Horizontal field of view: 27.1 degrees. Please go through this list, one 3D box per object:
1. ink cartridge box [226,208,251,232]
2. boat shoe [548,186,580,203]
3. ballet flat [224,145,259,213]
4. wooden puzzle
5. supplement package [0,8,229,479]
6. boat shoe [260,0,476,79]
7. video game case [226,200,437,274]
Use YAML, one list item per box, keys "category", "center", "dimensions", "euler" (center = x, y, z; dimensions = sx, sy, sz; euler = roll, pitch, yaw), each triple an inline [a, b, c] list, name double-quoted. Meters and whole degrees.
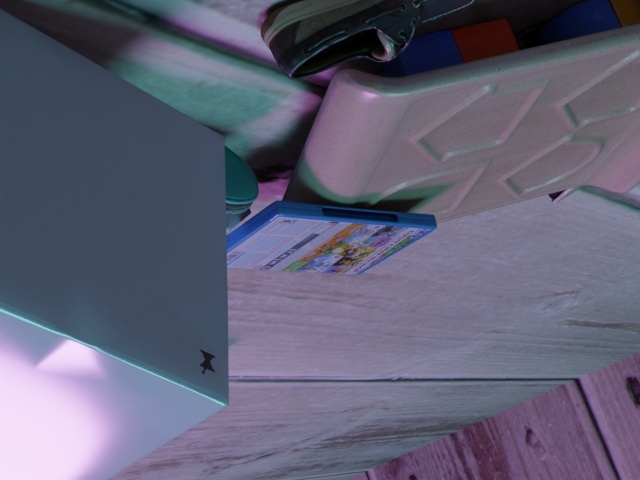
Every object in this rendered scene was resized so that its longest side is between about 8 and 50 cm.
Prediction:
- category: "ink cartridge box"
  center: [-0.144, 0.016, 1.056]
  dimensions: [0.145, 0.045, 0.179]
  euler: [-27, -168, 20]
- category: "boat shoe"
  center: [0.261, -0.078, 1.354]
  dimensions: [0.049, 0.042, 0.133]
  euler: [-36, 169, -21]
- category: "ballet flat"
  center: [-0.121, -0.053, 0.963]
  dimensions: [0.070, 0.070, 0.188]
  euler: [-28, 152, 25]
- category: "wooden puzzle"
  center: [0.148, -0.101, 1.101]
  dimensions: [0.348, 0.080, 0.322]
  euler: [-10, 161, -15]
- category: "supplement package"
  center: [-0.212, 0.035, 0.781]
  dimensions: [0.199, 0.198, 0.262]
  euler: [29, 132, -35]
- category: "boat shoe"
  center: [0.038, -0.142, 0.884]
  dimensions: [0.152, 0.049, 0.056]
  euler: [-18, 163, -8]
- category: "video game case"
  center: [0.000, 0.000, 1.135]
  dimensions: [0.166, 0.015, 0.119]
  euler: [4, 155, -36]
